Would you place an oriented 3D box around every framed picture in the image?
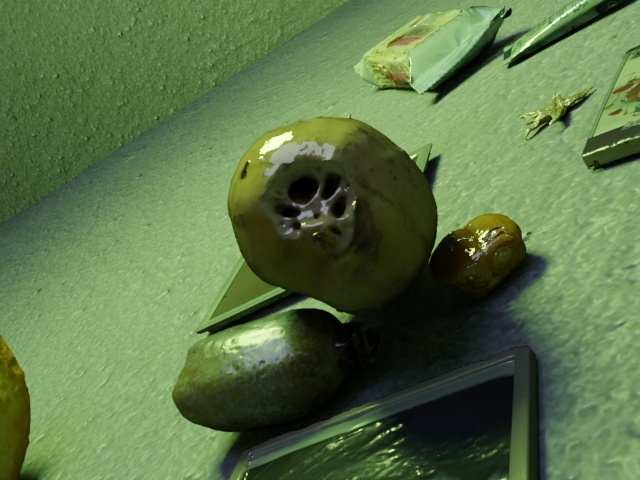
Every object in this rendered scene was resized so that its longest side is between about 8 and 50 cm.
[{"bbox_3d":[0.023,0.173,0.568,0.265,0.018,0.192,-27,20,25],"label":"framed picture"},{"bbox_3d":[0.000,0.000,1.021,0.296,0.019,0.232,-26,20,28],"label":"framed picture"}]

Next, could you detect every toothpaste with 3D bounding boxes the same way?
[{"bbox_3d":[0.336,-0.301,1.133,0.216,0.037,0.062,-29,20,32],"label":"toothpaste"}]

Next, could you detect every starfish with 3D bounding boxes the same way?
[{"bbox_3d":[0.258,-0.143,0.922,0.086,0.016,0.092,-29,14,23],"label":"starfish"}]

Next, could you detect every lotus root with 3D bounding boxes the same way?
[{"bbox_3d":[-0.037,0.107,0.724,0.192,0.088,0.113,-18,18,25],"label":"lotus root"},{"bbox_3d":[0.017,-0.019,0.740,0.343,0.169,0.151,22,-88,-85],"label":"lotus root"}]

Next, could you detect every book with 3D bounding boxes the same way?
[{"bbox_3d":[0.342,-0.157,0.792,0.158,0.026,0.231,-19,25,41],"label":"book"}]

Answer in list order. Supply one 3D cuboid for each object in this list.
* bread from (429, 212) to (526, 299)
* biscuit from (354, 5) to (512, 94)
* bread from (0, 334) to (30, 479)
[{"bbox_3d":[0.134,0.013,0.715,0.083,0.046,0.081,-25,24,25],"label":"bread"},{"bbox_3d":[0.174,-0.311,1.373,0.186,0.079,0.309,-39,17,-3],"label":"biscuit"},{"bbox_3d":[-0.475,0.201,0.888,0.204,0.358,0.337,1,38,38],"label":"bread"}]
